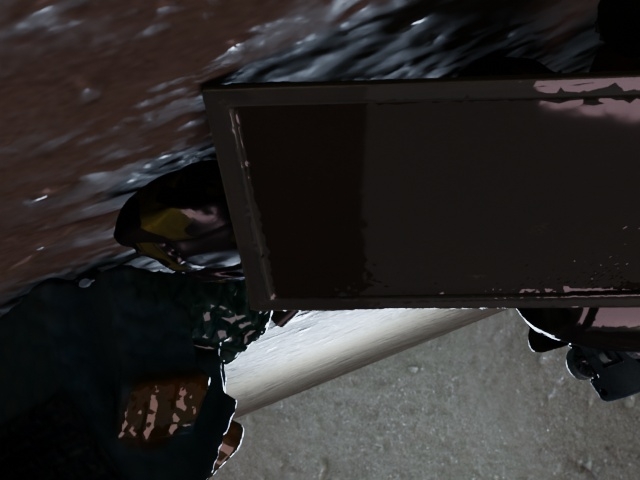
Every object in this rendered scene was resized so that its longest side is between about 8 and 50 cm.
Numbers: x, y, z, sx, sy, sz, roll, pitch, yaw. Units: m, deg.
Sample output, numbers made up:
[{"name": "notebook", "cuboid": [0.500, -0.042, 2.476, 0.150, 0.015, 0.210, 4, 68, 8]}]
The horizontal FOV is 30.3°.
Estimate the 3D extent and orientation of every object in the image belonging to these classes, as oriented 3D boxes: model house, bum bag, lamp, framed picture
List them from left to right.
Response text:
[{"name": "model house", "cuboid": [-0.151, 0.169, 0.923, 0.225, 0.241, 0.261, 4, 155, -40]}, {"name": "bum bag", "cuboid": [-0.053, -0.006, 0.764, 0.106, 0.060, 0.232, -16, 171, 9]}, {"name": "lamp", "cuboid": [-0.052, 0.074, 1.287, 0.054, 0.041, 0.121, -36, 167, 26]}, {"name": "framed picture", "cuboid": [0.074, -0.021, 0.637, 0.252, 0.014, 0.197, -1, 142, 5]}]

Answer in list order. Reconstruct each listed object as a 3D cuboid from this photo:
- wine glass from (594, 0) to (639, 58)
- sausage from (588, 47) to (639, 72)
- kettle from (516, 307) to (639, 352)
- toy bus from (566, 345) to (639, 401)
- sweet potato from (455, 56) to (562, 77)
[{"name": "wine glass", "cuboid": [0.247, -0.143, 0.686, 0.198, 0.066, 0.066, -12, 167, -33]}, {"name": "sausage", "cuboid": [0.231, -0.084, 0.812, 0.112, 0.112, 0.328, -22, 170, 4]}, {"name": "kettle", "cuboid": [0.345, -0.021, 1.189, 0.324, 0.228, 0.321, -12, 140, -28]}, {"name": "toy bus", "cuboid": [0.334, 0.057, 1.412, 0.134, 0.246, 0.113, -28, 175, -36]}, {"name": "sweet potato", "cuboid": [0.132, -0.031, 0.827, 0.130, 0.131, 0.422, -22, 170, 5]}]
